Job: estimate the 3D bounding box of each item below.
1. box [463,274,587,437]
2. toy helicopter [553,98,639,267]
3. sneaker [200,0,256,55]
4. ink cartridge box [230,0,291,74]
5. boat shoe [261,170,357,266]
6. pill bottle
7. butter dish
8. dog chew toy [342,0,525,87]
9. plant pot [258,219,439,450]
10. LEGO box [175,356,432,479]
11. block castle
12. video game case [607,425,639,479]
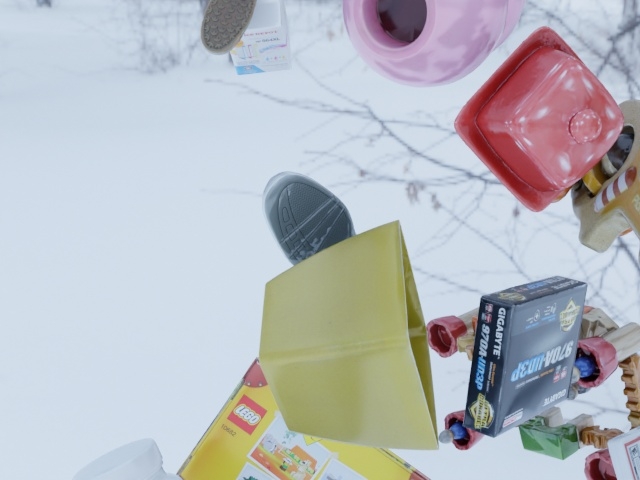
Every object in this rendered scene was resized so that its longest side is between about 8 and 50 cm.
[{"bbox_3d":[0.274,0.147,1.182,0.051,0.175,0.220,15,14,38],"label":"box"},{"bbox_3d":[0.394,-0.071,1.067,0.140,0.235,0.355,25,27,-11],"label":"toy helicopter"},{"bbox_3d":[-0.117,-0.348,1.284,0.064,0.192,0.086,19,-5,0],"label":"sneaker"},{"bbox_3d":[-0.099,-0.334,1.380,0.092,0.090,0.143,-6,-20,4],"label":"ink cartridge box"},{"bbox_3d":[0.002,-0.001,1.370,0.103,0.118,0.320,39,-3,46],"label":"boat shoe"},{"bbox_3d":[-0.250,0.448,1.321,0.162,0.278,0.162,-23,5,2],"label":"pill bottle"},{"bbox_3d":[0.256,-0.125,0.951,0.160,0.160,0.118,-47,19,-3],"label":"butter dish"},{"bbox_3d":[0.171,-0.320,1.166,0.206,0.207,0.332,12,26,29],"label":"dog chew toy"},{"bbox_3d":[0.033,0.131,1.122,0.187,0.212,0.212,-10,39,10],"label":"plant pot"},{"bbox_3d":[-0.050,0.564,2.048,0.500,0.372,0.193,35,-10,4],"label":"LEGO box"},{"bbox_3d":[0.408,0.292,1.729,0.213,0.303,0.453,-19,13,-33],"label":"block castle"},{"bbox_3d":[0.530,0.356,1.298,0.285,0.204,0.025,-8,-9,-40],"label":"video game case"}]
